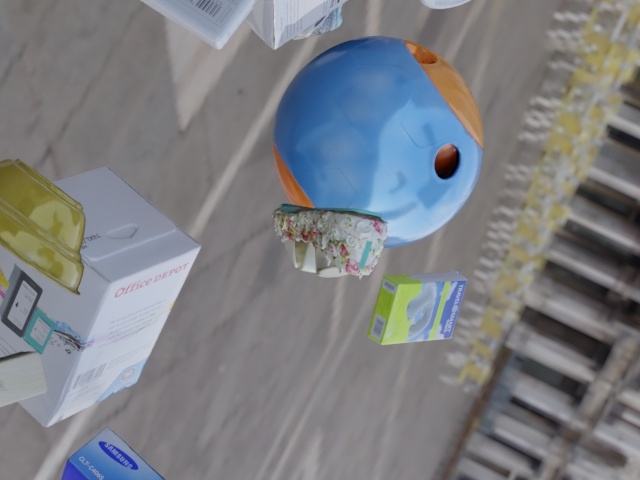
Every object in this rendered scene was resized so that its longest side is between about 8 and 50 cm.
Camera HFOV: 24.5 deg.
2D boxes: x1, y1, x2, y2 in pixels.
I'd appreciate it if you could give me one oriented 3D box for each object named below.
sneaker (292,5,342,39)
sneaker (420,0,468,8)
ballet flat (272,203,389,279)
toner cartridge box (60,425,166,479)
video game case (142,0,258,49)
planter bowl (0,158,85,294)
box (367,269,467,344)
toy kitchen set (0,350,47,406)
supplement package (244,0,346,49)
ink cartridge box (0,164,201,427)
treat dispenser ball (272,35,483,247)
[{"bbox_3d":[0.005,-0.436,2.174,0.122,0.110,0.283,-6,120,-42],"label":"sneaker"},{"bbox_3d":[0.187,-0.416,1.902,0.296,0.147,0.104,-44,156,-23],"label":"sneaker"},{"bbox_3d":[0.000,0.000,1.612,0.241,0.091,0.077,-171,-90,-72],"label":"ballet flat"},{"bbox_3d":[-0.274,0.399,1.924,0.075,0.165,0.348,-40,165,-38],"label":"toner cartridge box"},{"bbox_3d":[-0.125,-0.313,1.356,0.206,0.227,0.026,-54,171,-15],"label":"video game case"},{"bbox_3d":[-0.347,-0.034,1.754,0.090,0.217,0.217,-53,170,-3],"label":"planter bowl"},{"bbox_3d":[0.161,0.106,2.340,0.178,0.042,0.109,-2,114,-42],"label":"box"},{"bbox_3d":[-0.445,0.101,1.814,0.122,0.166,0.207,-15,96,-36],"label":"toy kitchen set"},{"bbox_3d":[-0.063,-0.383,1.632,0.145,0.204,0.262,-37,159,-19],"label":"supplement package"},{"bbox_3d":[-0.335,0.073,2.039,0.198,0.197,0.270,-24,148,-53],"label":"ink cartridge box"},{"bbox_3d":[0.078,-0.133,2.005,0.288,0.288,0.288,-61,170,-18],"label":"treat dispenser ball"}]
